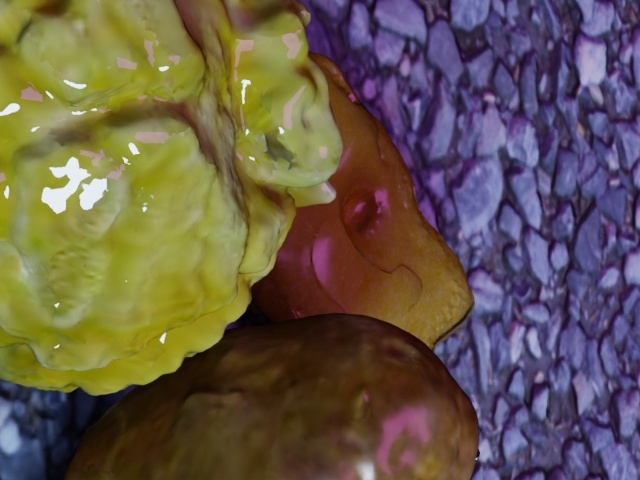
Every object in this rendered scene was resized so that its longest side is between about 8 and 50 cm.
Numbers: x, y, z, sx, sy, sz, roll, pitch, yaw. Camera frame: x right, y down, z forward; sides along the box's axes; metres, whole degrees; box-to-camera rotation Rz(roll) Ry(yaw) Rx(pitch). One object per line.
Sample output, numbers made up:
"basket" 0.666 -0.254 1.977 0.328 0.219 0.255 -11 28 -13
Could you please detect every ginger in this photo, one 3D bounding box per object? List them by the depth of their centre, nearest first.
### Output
"ginger" -0.062 0.154 1.031 0.172 0.321 0.165 42 20 -8

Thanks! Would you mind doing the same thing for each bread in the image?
"bread" 0.000 0.000 1.220 0.161 0.088 0.233 -50 121 -43

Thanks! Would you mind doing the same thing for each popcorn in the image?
"popcorn" -0.121 -0.047 0.950 0.270 0.258 0.224 29 26 -45
